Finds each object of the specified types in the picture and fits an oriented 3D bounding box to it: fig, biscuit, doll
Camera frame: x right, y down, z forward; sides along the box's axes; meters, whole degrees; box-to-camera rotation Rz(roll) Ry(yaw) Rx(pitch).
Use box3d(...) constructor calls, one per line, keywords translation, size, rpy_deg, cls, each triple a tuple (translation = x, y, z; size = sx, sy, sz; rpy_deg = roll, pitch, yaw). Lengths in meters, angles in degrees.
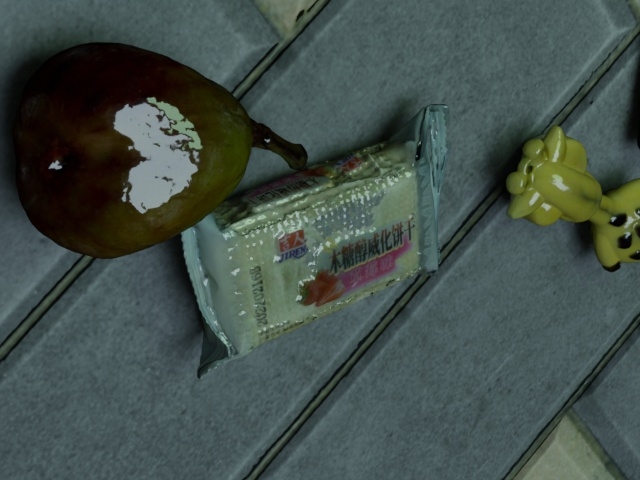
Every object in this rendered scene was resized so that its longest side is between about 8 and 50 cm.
box3d(translation=(-0.114, -0.074, 1.168), size=(0.274, 0.145, 0.170), rpy_deg=(-5, 100, -40), cls="fig")
box3d(translation=(0.000, -0.004, 1.335), size=(0.309, 0.079, 0.186), rpy_deg=(-21, 124, -28), cls="biscuit")
box3d(translation=(0.291, -0.039, 1.543), size=(0.291, 0.086, 0.117), rpy_deg=(20, 93, -44), cls="doll")

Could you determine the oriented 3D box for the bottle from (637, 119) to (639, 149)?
box3d(translation=(0.394, -0.210, 1.549), size=(0.082, 0.072, 0.244), rpy_deg=(-27, 129, -52), cls="bottle")
